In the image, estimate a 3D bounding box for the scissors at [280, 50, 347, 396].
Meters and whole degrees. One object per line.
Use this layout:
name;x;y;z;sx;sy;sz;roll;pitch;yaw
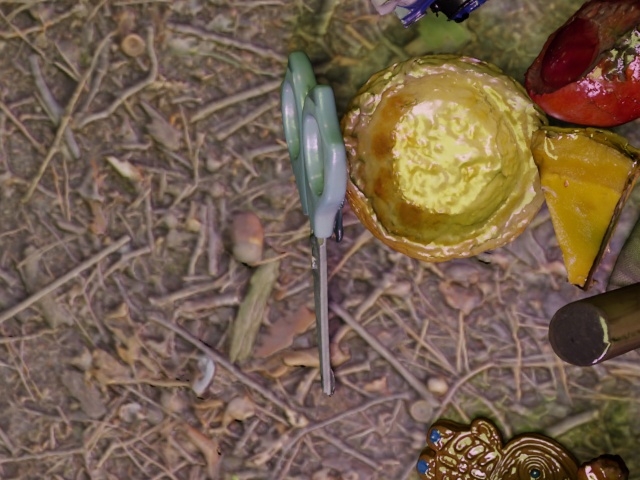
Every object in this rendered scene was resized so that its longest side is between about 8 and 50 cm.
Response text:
scissors;0.002;0.000;1.468;0.029;0.191;0.360;-11;116;-12

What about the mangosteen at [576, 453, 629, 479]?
mangosteen;0.235;0.383;1.389;0.297;0.297;0.293;45;70;3

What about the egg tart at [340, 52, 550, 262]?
egg tart;0.119;-0.081;1.428;0.213;0.090;0.212;3;103;13

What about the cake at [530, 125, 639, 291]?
cake;0.266;-0.035;1.363;0.116;0.080;0.184;3;125;40

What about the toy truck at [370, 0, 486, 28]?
toy truck;0.123;-0.297;1.340;0.213;0.177;0.161;-36;89;19

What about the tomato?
tomato;0.280;-0.168;1.334;0.189;0.173;0.099;-40;106;17

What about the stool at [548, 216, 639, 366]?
stool;0.390;0.025;1.274;0.310;0.226;0.310;32;108;27

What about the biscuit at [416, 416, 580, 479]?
biscuit;0.183;0.245;1.507;0.175;0.026;0.124;21;105;10
